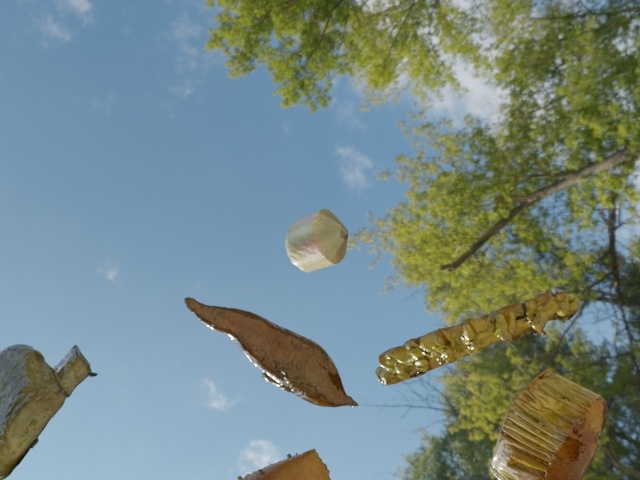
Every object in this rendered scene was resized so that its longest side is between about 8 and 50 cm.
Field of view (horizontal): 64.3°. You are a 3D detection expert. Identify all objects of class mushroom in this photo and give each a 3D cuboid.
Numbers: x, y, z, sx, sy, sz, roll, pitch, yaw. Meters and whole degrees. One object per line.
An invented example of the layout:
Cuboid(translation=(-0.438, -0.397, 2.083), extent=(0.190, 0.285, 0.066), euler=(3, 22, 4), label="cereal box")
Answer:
Cuboid(translation=(-0.629, 0.335, 1.044), extent=(0.292, 0.217, 0.212), euler=(-39, -80, -12), label="mushroom")

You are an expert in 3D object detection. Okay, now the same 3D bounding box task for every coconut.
Cuboid(translation=(0.000, 0.000, 1.292), extent=(0.147, 0.153, 0.147), euler=(33, -135, -41), label="coconut")

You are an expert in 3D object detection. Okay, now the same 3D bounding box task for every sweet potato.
Cuboid(translation=(-0.056, 0.123, 0.578), extent=(0.226, 0.068, 0.068), euler=(34, -107, -8), label="sweet potato")

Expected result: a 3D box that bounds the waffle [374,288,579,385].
Cuboid(translation=(0.188, 0.118, 0.623), extent=(0.229, 0.231, 0.051), euler=(-10, -108, -24), label="waffle")

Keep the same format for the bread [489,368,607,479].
Cuboid(translation=(0.472, 0.416, 1.039), extent=(0.204, 0.156, 0.288), euler=(-18, -54, -40), label="bread")

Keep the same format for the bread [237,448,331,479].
Cuboid(translation=(-0.120, 0.648, 1.253), extent=(0.179, 0.340, 0.194), euler=(1, -121, -41), label="bread")
